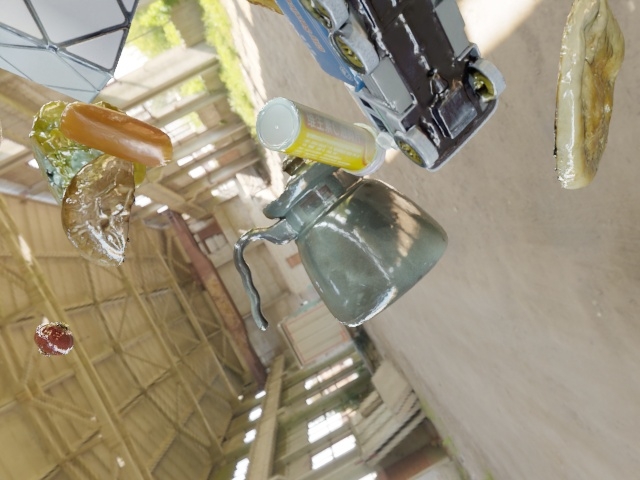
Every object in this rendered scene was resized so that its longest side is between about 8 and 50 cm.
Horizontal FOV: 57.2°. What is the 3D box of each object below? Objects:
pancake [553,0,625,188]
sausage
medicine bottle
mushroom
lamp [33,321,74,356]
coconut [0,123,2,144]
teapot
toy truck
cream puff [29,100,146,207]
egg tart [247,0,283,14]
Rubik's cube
[{"bbox_3d":[0.507,-0.285,1.110,0.082,0.387,0.387,8,141,32],"label":"pancake"},{"bbox_3d":[-0.433,-0.228,1.267,0.238,0.098,0.098,19,-171,-15],"label":"sausage"},{"bbox_3d":[0.006,-0.129,0.750,0.218,0.074,0.074,0,-124,-59],"label":"medicine bottle"},{"bbox_3d":[-0.525,-0.083,1.376,0.156,0.151,0.286,2,85,59],"label":"mushroom"},{"bbox_3d":[-0.681,0.252,1.500,0.101,0.090,0.101,28,170,5],"label":"lamp"},{"bbox_3d":[-0.970,-0.276,1.403,0.360,0.346,0.346,-4,120,47],"label":"coconut"},{"bbox_3d":[0.010,-0.008,0.961,0.285,0.305,0.223,50,-158,1],"label":"teapot"},{"bbox_3d":[0.060,-0.243,0.633,0.367,0.146,0.175,48,177,-42],"label":"toy truck"},{"bbox_3d":[-0.619,-0.238,1.573,0.274,0.269,0.323,42,143,32],"label":"cream puff"},{"bbox_3d":[-0.064,-0.718,1.626,0.443,0.443,0.178,57,134,52],"label":"egg tart"},{"bbox_3d":[-0.451,-0.388,1.023,0.207,0.205,0.205,22,166,-31],"label":"Rubik's cube"}]
